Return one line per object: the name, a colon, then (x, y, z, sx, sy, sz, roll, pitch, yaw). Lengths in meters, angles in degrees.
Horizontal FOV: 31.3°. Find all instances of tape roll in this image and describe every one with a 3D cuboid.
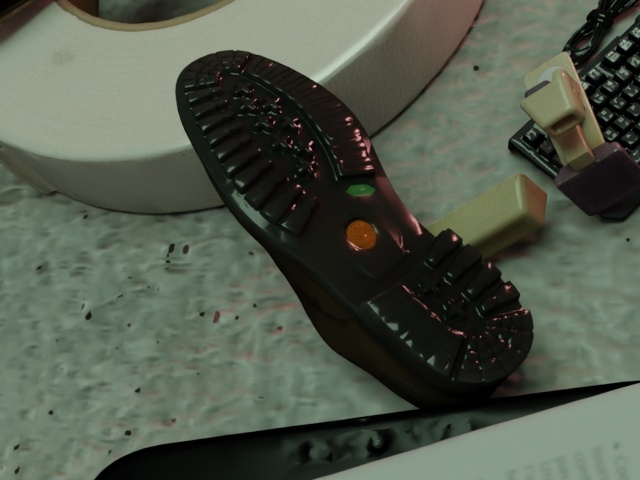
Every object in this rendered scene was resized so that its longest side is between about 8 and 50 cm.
tape roll: (-0.077, -0.199, 0.736, 0.392, 0.072, 0.392, -10, 61, 18)

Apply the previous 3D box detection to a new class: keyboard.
keyboard: (0.178, -0.101, 0.608, 0.180, 0.023, 0.108, -43, 56, -5)

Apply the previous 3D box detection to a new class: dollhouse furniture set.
dollhouse furniture set: (0.085, -0.049, 0.571, 0.114, 0.091, 0.081, -32, 52, 23)

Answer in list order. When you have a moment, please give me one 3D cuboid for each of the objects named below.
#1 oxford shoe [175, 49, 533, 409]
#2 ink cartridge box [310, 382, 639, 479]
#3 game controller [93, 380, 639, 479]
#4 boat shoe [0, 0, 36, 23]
oxford shoe: (0.000, 0.000, 0.569, 0.083, 0.096, 0.227, -30, 71, -24)
ink cartridge box: (0.133, 0.195, 0.328, 0.385, 0.091, 0.308, -23, 67, 30)
game controller: (0.034, 0.160, 0.500, 0.319, 0.067, 0.166, -11, 60, 17)
boat shoe: (-0.147, -0.189, 0.684, 0.183, 0.066, 0.066, -35, 60, 13)
